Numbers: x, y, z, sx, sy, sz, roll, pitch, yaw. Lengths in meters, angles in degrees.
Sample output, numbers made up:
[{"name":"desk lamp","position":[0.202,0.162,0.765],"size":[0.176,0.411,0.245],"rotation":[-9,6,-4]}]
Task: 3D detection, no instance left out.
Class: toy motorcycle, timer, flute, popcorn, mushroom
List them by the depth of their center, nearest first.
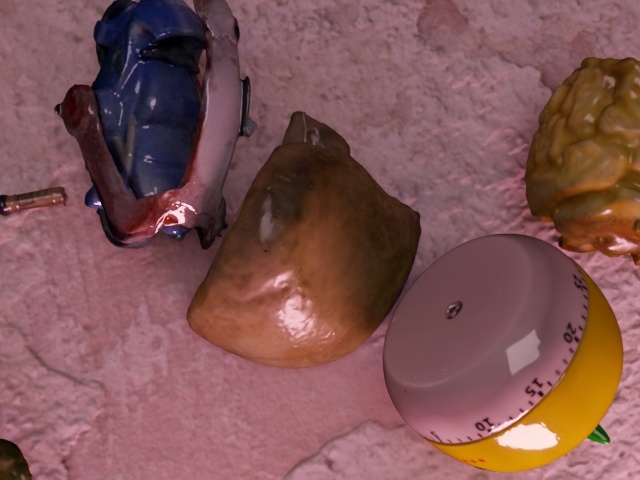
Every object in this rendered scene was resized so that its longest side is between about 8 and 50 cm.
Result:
[{"name":"timer","position":[0.235,0.153,1.117],"size":[0.285,0.285,0.285],"rotation":[1,80,-8]},{"name":"toy motorcycle","position":[-0.172,-0.147,1.133],"size":[0.241,0.182,0.319],"rotation":[-8,80,18]},{"name":"mushroom","position":[0.005,0.008,1.133],"size":[0.217,0.212,0.292],"rotation":[27,70,2]},{"name":"flute","position":[-0.419,-0.035,1.160],"size":[0.233,0.027,0.027],"rotation":[-11,82,-10]},{"name":"popcorn","position":[0.390,-0.093,1.180],"size":[0.292,0.293,0.237],"rotation":[10,72,-6]}]

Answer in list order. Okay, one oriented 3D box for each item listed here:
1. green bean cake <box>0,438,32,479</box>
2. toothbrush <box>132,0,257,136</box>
[{"name":"green bean cake","position":[-0.484,0.269,0.974],"size":[0.319,0.218,0.335],"rotation":[38,63,-3]},{"name":"toothbrush","position":[-0.177,-0.232,1.232],"size":[0.269,0.021,0.027],"rotation":[47,65,1]}]
